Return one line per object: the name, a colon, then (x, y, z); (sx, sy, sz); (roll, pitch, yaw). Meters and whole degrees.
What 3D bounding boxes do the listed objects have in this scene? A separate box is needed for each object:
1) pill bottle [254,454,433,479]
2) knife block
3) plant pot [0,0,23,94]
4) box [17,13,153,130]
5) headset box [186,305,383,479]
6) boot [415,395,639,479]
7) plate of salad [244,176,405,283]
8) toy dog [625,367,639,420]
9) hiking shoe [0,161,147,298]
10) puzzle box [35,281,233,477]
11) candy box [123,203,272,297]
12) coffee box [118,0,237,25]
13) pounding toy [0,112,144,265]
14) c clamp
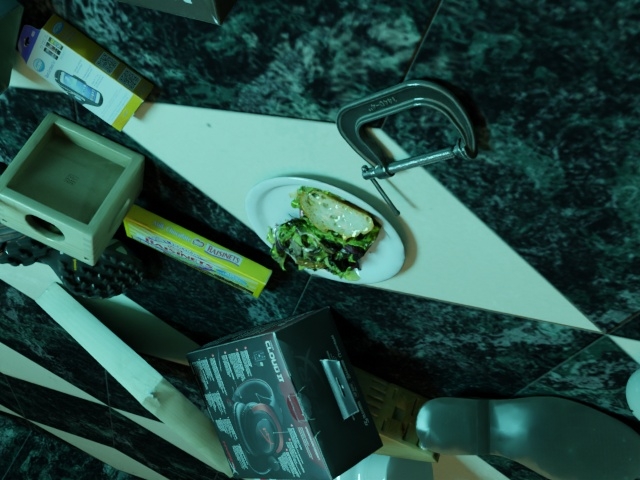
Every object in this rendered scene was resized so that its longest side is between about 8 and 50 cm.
pill bottle: (0.040, 0.417, 1.391); (0.319, 0.176, 0.176); (-11, 135, 45)
knife block: (0.052, 0.300, 1.289); (0.276, 0.088, 0.242); (23, 151, 1)
plant pot: (-0.448, -0.223, 0.748); (0.234, 0.165, 0.165); (42, 147, -6)
box: (-0.251, -0.179, 0.809); (0.136, 0.028, 0.081); (37, 148, -17)
headset box: (-0.053, 0.230, 1.129); (0.293, 0.110, 0.218); (-22, 89, 51)
boot: (0.298, 0.269, 1.086); (0.305, 0.112, 0.115); (6, 175, 21)
plate of salad: (0.000, 0.000, 0.891); (0.200, 0.048, 0.200); (17, 149, 11)
toy dog: (0.459, 0.181, 0.737); (0.220, 0.161, 0.333); (27, 150, -4)
hiking shoe: (-0.353, -0.014, 1.083); (0.113, 0.132, 0.304); (-27, 150, 14)
puzzle box: (-0.318, 0.236, 1.342); (0.409, 0.052, 0.272); (26, 158, 45)
candy box: (-0.167, 0.016, 1.037); (0.206, 0.027, 0.105); (26, 161, -3)
coffee box: (-0.185, -0.275, 0.518); (0.297, 0.119, 0.168); (17, 148, 13)
pounding toy: (-0.346, -0.055, 0.917); (0.206, 0.181, 0.094); (25, 150, -2)
c clamp: (0.085, -0.090, 0.721); (0.137, 0.022, 0.161); (44, 146, -21)
